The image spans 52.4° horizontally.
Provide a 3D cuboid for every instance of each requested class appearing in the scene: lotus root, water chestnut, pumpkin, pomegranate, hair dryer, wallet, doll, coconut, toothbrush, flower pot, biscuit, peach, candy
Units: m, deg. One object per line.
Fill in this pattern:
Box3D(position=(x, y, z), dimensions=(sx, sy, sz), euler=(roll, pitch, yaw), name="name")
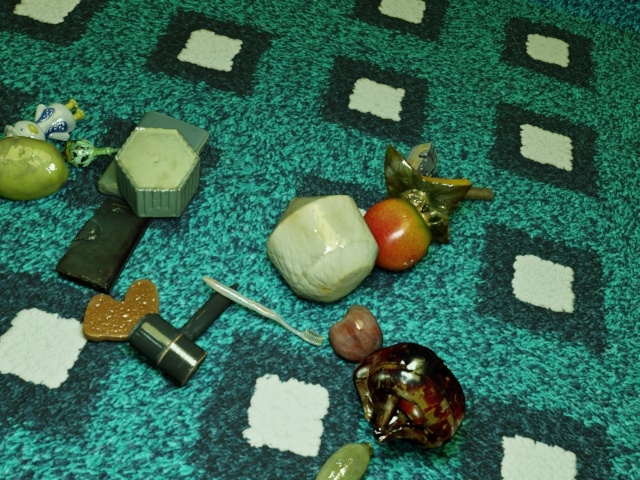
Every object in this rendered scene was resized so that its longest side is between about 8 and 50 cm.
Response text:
Box3D(position=(0.062, 0.545, 1.560), dimensions=(0.090, 0.077, 0.183), euler=(42, 58, 20), name="lotus root")
Box3D(position=(0.219, 0.385, 1.617), dimensions=(0.244, 0.289, 0.289), euler=(-44, 67, -1), name="water chestnut")
Box3D(position=(0.303, -0.133, 2.034), dimensions=(0.290, 0.258, 0.095), euler=(23, 36, 9), name="pumpkin")
Box3D(position=(0.241, -0.026, 1.944), dimensions=(0.256, 0.221, 0.221), euler=(-31, 57, 11), name="pomegranate")
Box3D(position=(-0.334, 0.205, 1.737), dimensions=(0.189, 0.107, 0.352), euler=(37, 43, 4), name="hair dryer")
Box3D(position=(-0.612, 0.001, 1.872), dimensions=(0.172, 0.045, 0.318), euler=(19, 50, 2), name="wallet")
Box3D(position=(-0.876, -0.351, 2.048), dimensions=(0.293, 0.119, 0.138), euler=(-44, 105, -36), name="doll")
Box3D(position=(-0.518, -0.257, 2.069), dimensions=(0.252, 0.083, 0.360), euler=(18, 56, 4), name="wallet")
Box3D(position=(0.000, 0.000, 1.841), dimensions=(0.328, 0.329, 0.329), euler=(6, 52, -7), name="coconut")
Box3D(position=(-0.158, 0.192, 1.782), dimensions=(0.375, 0.037, 0.028), euler=(28, 35, -2), name="toothbrush")
Box3D(position=(-0.473, -0.196, 1.892), dimensions=(0.239, 0.189, 0.209), euler=(0, 68, -13), name="flower pot")
Box3D(position=(-0.531, 0.186, 1.746), dimensions=(0.192, 0.036, 0.186), euler=(2, 54, -13), name="biscuit")
Box3D(position=(0.102, 0.261, 1.768), dimensions=(0.152, 0.152, 0.152), euler=(6, 52, -7), name="peach")
Box3D(position=(-0.649, -0.285, 2.017), dimensions=(0.305, 0.083, 0.091), euler=(-6, 59, 9), name="candy")

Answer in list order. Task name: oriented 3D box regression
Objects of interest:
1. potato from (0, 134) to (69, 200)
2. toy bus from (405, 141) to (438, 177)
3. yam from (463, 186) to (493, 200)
Box3D(position=(-0.872, -0.214, 1.915), dimensions=(0.228, 0.197, 0.148), euler=(-24, 18, -14), name="potato")
Box3D(position=(0.318, -0.225, 2.197), dimensions=(0.106, 0.092, 0.268), euler=(-5, 39, 39), name="toy bus")
Box3D(position=(0.472, -0.160, 2.217), dimensions=(0.241, 0.057, 0.057), euler=(2, 52, -12), name="yam")
